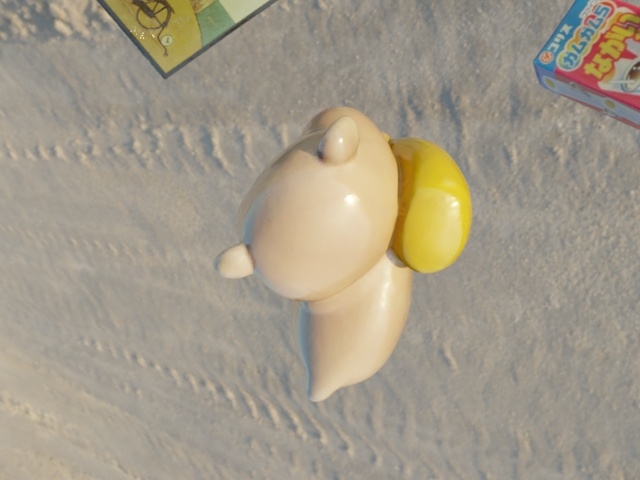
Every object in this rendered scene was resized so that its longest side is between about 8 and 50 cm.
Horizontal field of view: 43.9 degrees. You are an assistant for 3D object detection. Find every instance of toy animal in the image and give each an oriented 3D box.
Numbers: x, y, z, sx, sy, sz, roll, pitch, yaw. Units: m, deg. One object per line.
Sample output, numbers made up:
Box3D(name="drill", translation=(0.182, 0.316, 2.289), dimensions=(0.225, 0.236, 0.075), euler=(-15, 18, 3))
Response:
Box3D(name="toy animal", translation=(-0.008, -0.010, 0.953), dimensions=(0.345, 0.246, 0.277), euler=(-63, 32, 29))

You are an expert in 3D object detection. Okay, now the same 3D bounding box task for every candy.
Box3D(name="candy", translation=(0.509, -0.267, 1.249), dimensions=(0.306, 0.157, 0.100), euler=(34, 179, 32))

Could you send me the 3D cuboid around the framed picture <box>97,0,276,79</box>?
Box3D(name="framed picture", translation=(-0.135, -0.376, 1.017), dimensions=(0.013, 0.324, 0.244), euler=(60, -175, 37))
